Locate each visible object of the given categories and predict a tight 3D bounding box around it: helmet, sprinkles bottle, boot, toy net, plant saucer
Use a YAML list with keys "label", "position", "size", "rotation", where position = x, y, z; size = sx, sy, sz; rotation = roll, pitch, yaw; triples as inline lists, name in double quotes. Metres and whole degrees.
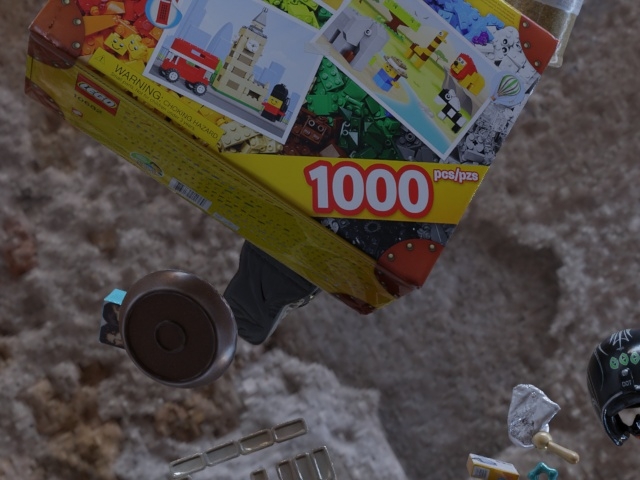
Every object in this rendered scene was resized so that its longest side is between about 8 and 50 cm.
- label: "helmet"
  position: [0.477, 0.212, 1.697]
  size: [0.161, 0.169, 0.169]
  rotation: [-77, 148, -52]
- label: "sprinkles bottle"
  position: [0.378, -0.455, 1.778]
  size: [0.121, 0.121, 0.355]
  rotation: [-129, -126, -67]
- label: "boot"
  position: [0.000, 0.000, 1.875]
  size: [0.138, 0.284, 0.377]
  rotation: [43, -38, 9]
- label: "toy net"
  position: [0.303, 0.314, 1.564]
  size: [0.045, 0.122, 0.232]
  rotation: [32, 37, -59]
- label: "plant saucer"
  position: [-0.192, 0.122, 1.491]
  size: [0.168, 0.168, 0.029]
  rotation: [62, 20, -7]

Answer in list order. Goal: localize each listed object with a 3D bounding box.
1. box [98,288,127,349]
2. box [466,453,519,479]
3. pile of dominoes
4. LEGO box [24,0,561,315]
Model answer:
- label: "box"
  position: [-0.317, 0.182, 2.283]
  size: [0.060, 0.244, 0.100]
  rotation: [-57, 159, -67]
- label: "box"
  position: [0.301, 0.404, 2.002]
  size: [0.136, 0.081, 0.028]
  rotation: [49, 55, -84]
- label: "pile of dominoes"
  position: [-0.096, 0.409, 1.821]
  size: [0.040, 0.251, 0.196]
  rotation: [80, -10, -62]
- label: "LEGO box"
  position: [-0.033, -0.207, 1.339]
  size: [0.500, 0.372, 0.193]
  rotation: [33, -19, -7]
